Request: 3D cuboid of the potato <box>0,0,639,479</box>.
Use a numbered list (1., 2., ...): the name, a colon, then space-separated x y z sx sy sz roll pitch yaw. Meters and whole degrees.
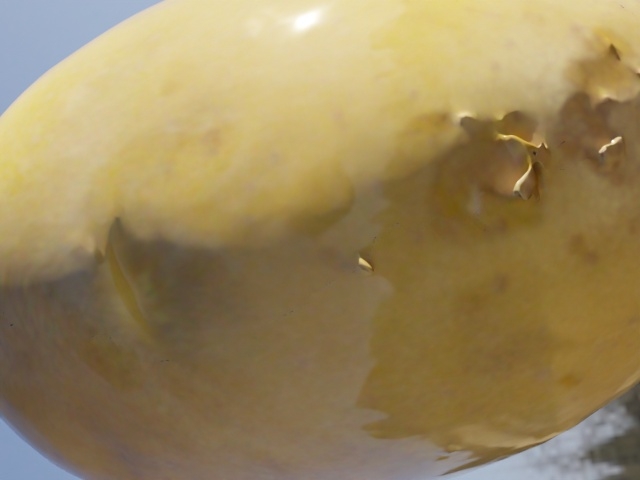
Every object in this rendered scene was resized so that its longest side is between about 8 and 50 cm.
1. potato: 0.000 0.000 0.450 0.150 0.234 0.146 63 -158 -10
